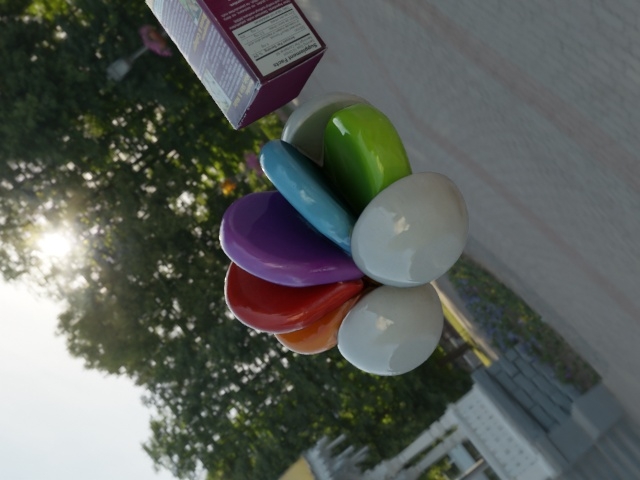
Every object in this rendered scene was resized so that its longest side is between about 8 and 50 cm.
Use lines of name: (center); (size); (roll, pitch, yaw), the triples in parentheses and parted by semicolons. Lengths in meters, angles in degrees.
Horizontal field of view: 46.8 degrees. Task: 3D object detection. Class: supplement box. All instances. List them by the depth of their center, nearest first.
supplement box: (-0.043, -0.105, 0.357); (0.083, 0.043, 0.055); (55, 156, 2)

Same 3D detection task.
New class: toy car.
toy car: (0.000, 0.000, 0.484); (0.159, 0.136, 0.182); (55, 149, 42)
